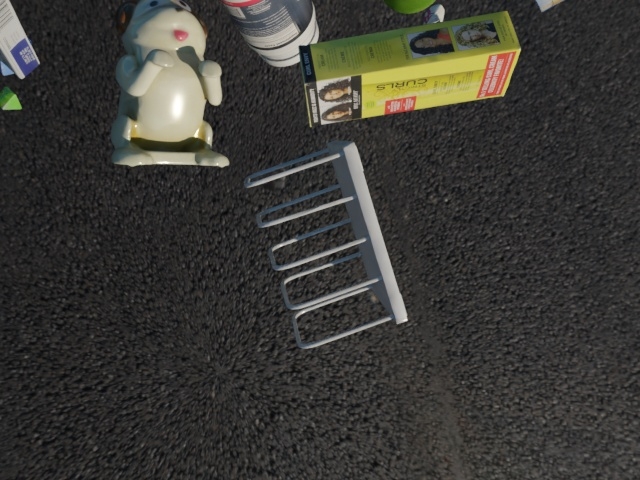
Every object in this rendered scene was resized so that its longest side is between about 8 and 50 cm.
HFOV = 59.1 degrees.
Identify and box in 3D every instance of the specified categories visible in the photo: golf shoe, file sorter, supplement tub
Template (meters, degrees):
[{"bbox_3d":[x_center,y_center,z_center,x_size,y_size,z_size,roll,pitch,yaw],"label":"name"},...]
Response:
[{"bbox_3d":[0.329,-0.614,1.629,0.067,0.086,0.186,39,64,-31],"label":"golf shoe"},{"bbox_3d":[0.000,0.000,0.900,0.173,0.193,0.278,-18,102,-3],"label":"file sorter"},{"bbox_3d":[-0.125,-0.567,1.344,0.191,0.272,0.191,-7,67,17],"label":"supplement tub"}]

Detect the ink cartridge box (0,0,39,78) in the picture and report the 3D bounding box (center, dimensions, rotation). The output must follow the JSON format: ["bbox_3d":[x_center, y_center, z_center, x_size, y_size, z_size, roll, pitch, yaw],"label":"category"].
[{"bbox_3d":[-0.498,-0.347,0.754,0.224,0.223,0.045,41,75,-7],"label":"ink cartridge box"}]

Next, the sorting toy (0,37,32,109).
[{"bbox_3d":[-0.646,-0.275,0.954,0.047,0.196,0.347,41,33,20],"label":"sorting toy"}]

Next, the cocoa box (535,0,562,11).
[{"bbox_3d":[0.440,-0.671,1.060,0.347,0.228,0.231,40,43,-34],"label":"cocoa box"}]

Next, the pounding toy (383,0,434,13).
[{"bbox_3d":[0.180,-0.631,1.240,0.110,0.183,0.237,-17,106,-52],"label":"pounding toy"}]

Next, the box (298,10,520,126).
[{"bbox_3d":[0.095,-0.190,0.635,0.232,0.087,0.058,-9,67,-1],"label":"box"}]

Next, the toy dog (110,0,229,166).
[{"bbox_3d":[-0.388,-0.406,1.443,0.284,0.395,0.408,0,103,-23],"label":"toy dog"}]
